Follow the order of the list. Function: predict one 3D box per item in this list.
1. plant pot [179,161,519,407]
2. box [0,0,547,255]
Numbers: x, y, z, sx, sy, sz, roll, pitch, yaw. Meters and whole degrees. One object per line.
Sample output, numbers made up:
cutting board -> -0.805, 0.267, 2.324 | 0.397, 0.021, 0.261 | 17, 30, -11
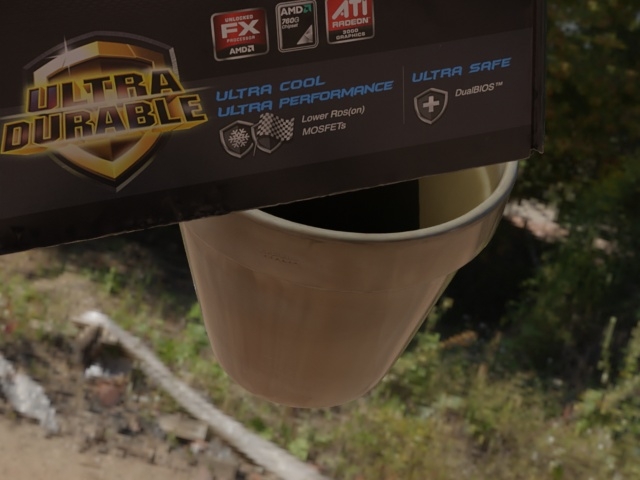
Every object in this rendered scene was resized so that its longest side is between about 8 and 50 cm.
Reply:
plant pot -> 0.000, 0.000, 1.130 | 0.323, 0.280, 0.323 | 6, 39, -5
box -> -0.040, -0.160, 0.538 | 0.296, 0.293, 0.073 | -10, 26, -16
